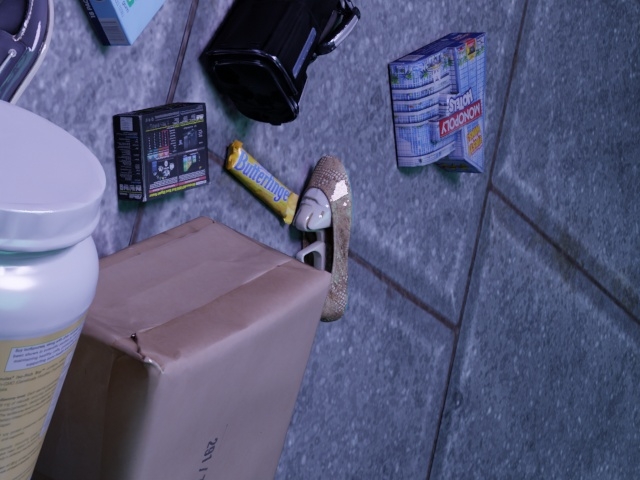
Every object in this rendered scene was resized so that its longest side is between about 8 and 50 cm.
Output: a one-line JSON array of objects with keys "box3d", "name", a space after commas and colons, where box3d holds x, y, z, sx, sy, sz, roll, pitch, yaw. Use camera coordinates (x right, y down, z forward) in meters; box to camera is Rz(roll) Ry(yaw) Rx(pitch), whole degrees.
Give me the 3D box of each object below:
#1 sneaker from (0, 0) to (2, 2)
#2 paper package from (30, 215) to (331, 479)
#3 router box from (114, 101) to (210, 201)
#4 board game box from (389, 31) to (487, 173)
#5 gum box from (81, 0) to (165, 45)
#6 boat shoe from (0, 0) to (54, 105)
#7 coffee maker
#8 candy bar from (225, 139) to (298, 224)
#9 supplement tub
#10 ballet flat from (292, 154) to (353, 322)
[{"box3d": [-0.345, -0.379, 1.335, 0.185, 0.202, 0.483, -51, 135, -43], "name": "sneaker"}, {"box3d": [-0.160, 0.173, 1.648, 0.309, 0.168, 0.325, -26, 138, -54], "name": "paper package"}, {"box3d": [-0.167, -0.096, 1.831, 0.122, 0.038, 0.092, -19, 109, -57], "name": "router box"}, {"box3d": [0.172, -0.172, 2.373, 0.194, 0.060, 0.194, -32, 120, -54], "name": "board game box"}, {"box3d": [-0.193, -0.316, 1.757, 0.184, 0.041, 0.157, -59, 140, -38], "name": "gum box"}, {"box3d": [-0.304, -0.164, 1.559, 0.065, 0.075, 0.206, 44, 61, -56], "name": "boat shoe"}, {"box3d": [-0.057, -0.248, 1.947, 0.171, 0.120, 0.178, 43, 53, -25], "name": "coffee maker"}, {"box3d": [-0.069, -0.069, 2.021, 0.161, 0.018, 0.040, 43, 58, -54], "name": "candy bar"}, {"box3d": [-0.309, 0.071, 1.319, 0.241, 0.241, 0.331, -17, 134, -57], "name": "supplement tub"}, {"box3d": [0.000, 0.000, 2.102, 0.067, 0.073, 0.206, -7, 97, -44], "name": "ballet flat"}]
